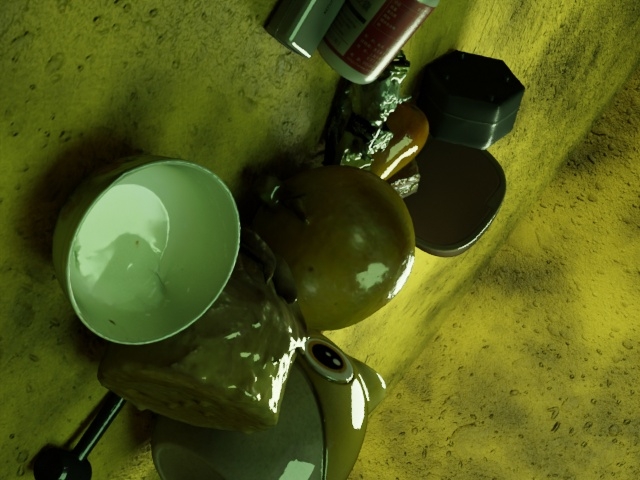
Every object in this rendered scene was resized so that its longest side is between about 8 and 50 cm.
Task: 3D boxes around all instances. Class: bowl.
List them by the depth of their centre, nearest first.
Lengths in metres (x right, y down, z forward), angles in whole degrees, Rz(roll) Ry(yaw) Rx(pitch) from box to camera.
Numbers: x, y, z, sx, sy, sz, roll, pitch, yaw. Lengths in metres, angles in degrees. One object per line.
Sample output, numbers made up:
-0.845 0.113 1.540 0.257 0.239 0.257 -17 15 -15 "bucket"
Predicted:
-0.263 -0.003 1.185 0.277 0.145 0.277 -19 121 -35 "bowl"

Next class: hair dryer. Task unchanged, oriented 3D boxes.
-0.419 0.351 1.524 0.248 0.070 0.114 -54 158 -11 "hair dryer"

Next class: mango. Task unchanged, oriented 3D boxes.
0.139 -0.203 1.780 0.221 0.120 0.151 -44 158 -6 "mango"

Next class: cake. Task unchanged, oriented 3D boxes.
-0.186 0.135 1.417 0.332 0.332 0.321 76 27 -61 "cake"
0.113 -0.106 1.893 0.295 0.113 0.116 -36 152 -13 "cake"

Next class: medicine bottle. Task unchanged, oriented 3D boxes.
0.108 -0.389 1.378 0.250 0.131 0.131 -49 163 30 "medicine bottle"

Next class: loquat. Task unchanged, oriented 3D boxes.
0.000 0.000 1.561 0.359 0.328 0.328 42 83 -32 "loquat"

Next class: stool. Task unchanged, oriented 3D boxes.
0.343 -0.326 1.895 0.232 0.232 0.141 -36 150 -38 "stool"

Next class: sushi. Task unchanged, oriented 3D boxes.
0.102 -0.248 1.628 0.139 0.131 0.291 -17 137 -40 "sushi"

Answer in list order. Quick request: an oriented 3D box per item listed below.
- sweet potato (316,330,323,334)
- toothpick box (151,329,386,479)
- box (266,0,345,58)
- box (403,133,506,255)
0.022 0.161 2.153 0.214 0.050 0.050 -65 156 8 "sweet potato"
-0.108 0.374 1.731 0.425 0.409 0.409 -44 156 -39 "toothpick box"
0.010 -0.414 1.316 0.244 0.055 0.103 -58 158 7 "box"
0.314 -0.102 2.087 0.301 0.301 0.216 -54 165 -3 "box"
